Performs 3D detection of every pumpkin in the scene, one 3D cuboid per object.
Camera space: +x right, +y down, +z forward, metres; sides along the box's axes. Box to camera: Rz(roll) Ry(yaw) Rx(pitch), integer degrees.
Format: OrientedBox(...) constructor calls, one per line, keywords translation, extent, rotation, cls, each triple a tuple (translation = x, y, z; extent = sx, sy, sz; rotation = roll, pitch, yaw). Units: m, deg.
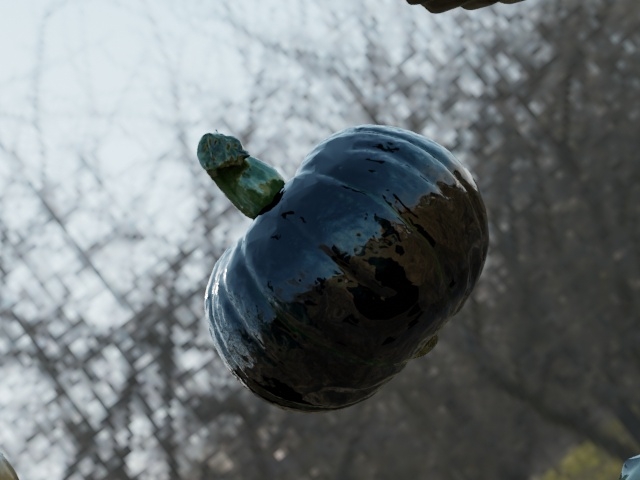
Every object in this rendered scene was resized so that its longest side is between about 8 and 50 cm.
OrientedBox(translation=(0.000, 0.000, 1.482), extent=(0.248, 0.248, 0.248), rotation=(-37, -9, -7), cls="pumpkin")

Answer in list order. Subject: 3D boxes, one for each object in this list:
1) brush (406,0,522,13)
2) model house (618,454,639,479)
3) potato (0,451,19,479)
OrientedBox(translation=(0.131, -0.155, 0.905), extent=(0.301, 0.084, 0.071), rotation=(-10, -31, -41), cls="brush")
OrientedBox(translation=(0.337, 0.165, 0.755), extent=(0.395, 0.446, 0.400), rotation=(-3, 21, 1), cls="model house")
OrientedBox(translation=(-0.219, 0.135, 0.925), extent=(0.147, 0.112, 0.112), rotation=(1, -22, -15), cls="potato")
